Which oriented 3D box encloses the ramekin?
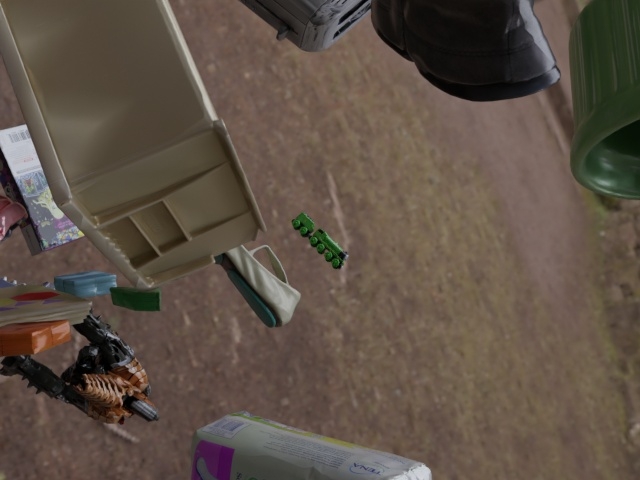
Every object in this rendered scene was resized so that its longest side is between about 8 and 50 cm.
[{"bbox_3d":[0.381,-0.157,1.051,0.303,0.303,0.148,28,54,-60],"label":"ramekin"}]

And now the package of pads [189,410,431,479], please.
[{"bbox_3d":[-0.019,0.330,1.035,0.101,0.229,0.296,-5,101,-57],"label":"package of pads"}]

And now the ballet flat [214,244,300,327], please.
[{"bbox_3d":[-0.121,0.019,1.620,0.248,0.086,0.086,49,24,-8],"label":"ballet flat"}]

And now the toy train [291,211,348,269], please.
[{"bbox_3d":[0.000,0.000,1.274,0.083,0.024,0.017,44,-8,17],"label":"toy train"}]

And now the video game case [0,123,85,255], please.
[{"bbox_3d":[-0.428,-0.105,1.866,0.232,0.042,0.210,-26,94,-49],"label":"video game case"}]

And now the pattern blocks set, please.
[{"bbox_3d":[-0.298,0.067,0.913,0.325,0.285,0.026,-8,99,-26],"label":"pattern blocks set"}]

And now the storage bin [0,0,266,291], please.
[{"bbox_3d":[-0.156,-0.123,0.866,0.260,0.123,0.262,78,-12,-73],"label":"storage bin"}]

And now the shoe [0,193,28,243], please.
[{"bbox_3d":[-0.251,0.003,0.665,0.081,0.063,0.178,42,36,-6],"label":"shoe"}]

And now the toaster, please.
[{"bbox_3d":[0.006,-0.334,1.323,0.146,0.227,0.129,46,-17,4],"label":"toaster"}]

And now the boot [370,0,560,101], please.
[{"bbox_3d":[0.035,-0.235,0.666,0.338,0.118,0.222,-111,-172,-49],"label":"boot"}]

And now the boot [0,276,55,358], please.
[{"bbox_3d":[-0.341,0.062,1.214,0.086,0.069,0.190,53,10,-9],"label":"boot"}]

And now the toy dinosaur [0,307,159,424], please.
[{"bbox_3d":[-0.303,0.175,1.519,0.218,0.322,0.164,40,63,-3],"label":"toy dinosaur"}]
